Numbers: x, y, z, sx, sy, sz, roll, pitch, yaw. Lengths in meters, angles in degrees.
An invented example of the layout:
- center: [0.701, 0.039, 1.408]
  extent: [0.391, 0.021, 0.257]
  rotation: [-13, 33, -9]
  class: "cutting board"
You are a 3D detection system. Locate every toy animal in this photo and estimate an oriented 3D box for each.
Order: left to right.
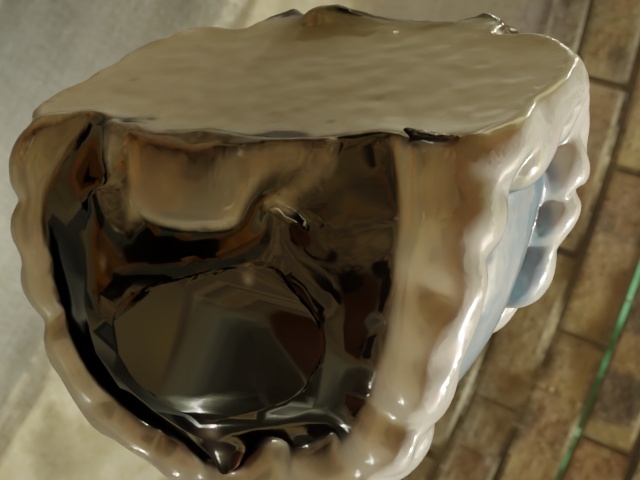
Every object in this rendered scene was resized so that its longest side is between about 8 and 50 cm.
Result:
- center: [0.000, 0.000, 0.550]
  extent: [0.204, 0.208, 0.156]
  rotation: [-42, 132, -51]
  class: "toy animal"
